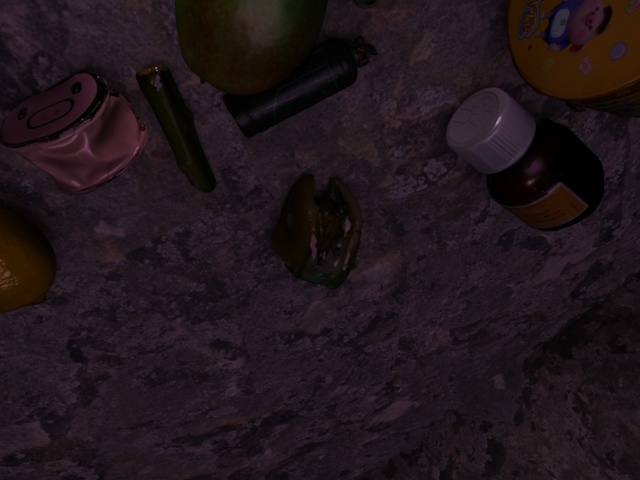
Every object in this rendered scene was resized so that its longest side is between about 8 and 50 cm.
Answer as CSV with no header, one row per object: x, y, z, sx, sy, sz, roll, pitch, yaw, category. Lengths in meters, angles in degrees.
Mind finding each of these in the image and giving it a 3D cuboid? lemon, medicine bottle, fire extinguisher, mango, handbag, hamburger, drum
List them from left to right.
-0.621,0.038,0.882,0.188,0.188,0.256,-27,133,2,lemon
-0.411,-0.183,0.779,0.205,0.179,0.116,-26,143,3,handbag
-0.088,-0.407,0.697,0.225,0.201,0.382,20,113,-9,mango
-0.028,-0.307,0.890,0.311,0.095,0.114,-27,180,4,fire extinguisher
0.000,0.000,1.126,0.168,0.192,0.288,-4,133,-34,hamburger
0.494,-0.204,1.118,0.395,0.242,0.242,33,113,-28,medicine bottle
0.555,-0.431,0.797,0.214,0.431,0.431,2,130,-26,drum

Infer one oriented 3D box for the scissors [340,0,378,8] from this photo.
0.090,-0.513,0.792,0.101,0.027,0.204,3,131,-27,scissors

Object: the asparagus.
-0.273,-0.207,0.898,0.067,0.060,0.277,-33,139,-20,asparagus
